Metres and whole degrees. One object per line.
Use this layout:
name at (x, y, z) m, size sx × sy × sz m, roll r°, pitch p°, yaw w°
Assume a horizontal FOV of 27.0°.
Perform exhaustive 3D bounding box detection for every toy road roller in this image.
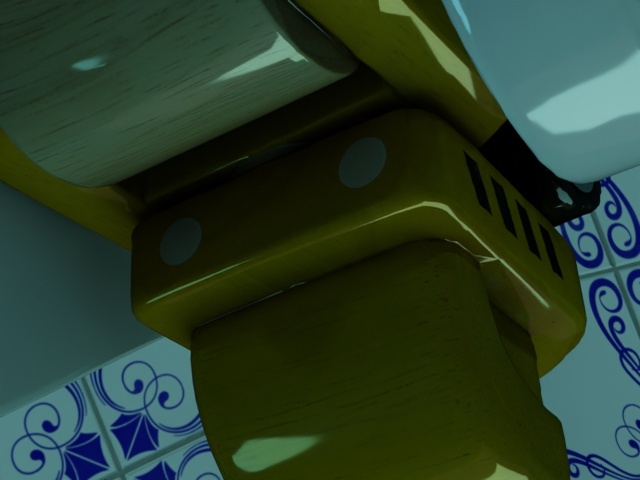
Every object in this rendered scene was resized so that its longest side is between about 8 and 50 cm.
toy road roller at (0.000, 0.000, 0.594) m, size 0.202 × 0.240 × 0.329 m, roll -23°, pitch 145°, yaw 26°

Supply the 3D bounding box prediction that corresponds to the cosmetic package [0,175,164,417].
cosmetic package at (-0.202, -0.002, 0.628) m, size 0.155 × 0.197 × 0.365 m, roll -21°, pitch 180°, yaw 20°

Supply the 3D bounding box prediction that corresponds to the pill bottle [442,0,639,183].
pill bottle at (0.211, -0.156, 0.383) m, size 0.361 × 0.204 × 0.204 m, roll -21°, pitch -179°, yaw 24°
